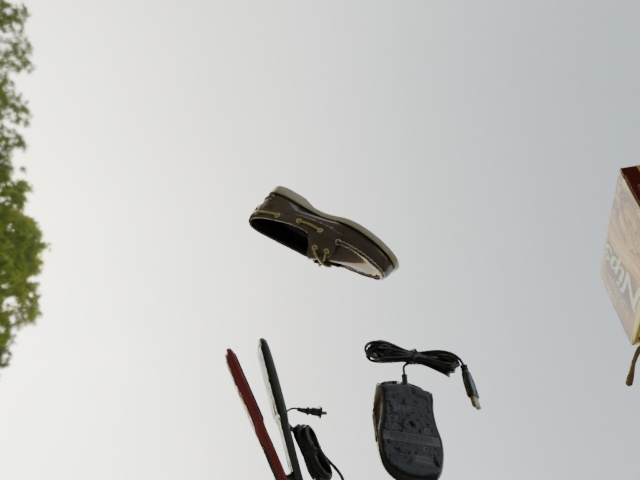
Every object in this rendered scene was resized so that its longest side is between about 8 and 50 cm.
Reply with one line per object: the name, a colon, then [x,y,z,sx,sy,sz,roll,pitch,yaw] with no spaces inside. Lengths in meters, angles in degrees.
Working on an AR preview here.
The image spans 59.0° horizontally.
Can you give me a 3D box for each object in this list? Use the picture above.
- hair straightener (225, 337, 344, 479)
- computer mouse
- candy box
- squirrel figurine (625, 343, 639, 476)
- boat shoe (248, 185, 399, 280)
hair straightener: [-0.027,0.211,0.629,0.230,0.089,0.047,61,-25,25]
computer mouse: [0.162,0.270,0.870,0.184,0.262,0.060,8,-55,-9]
candy box: [0.597,0.032,1.028,0.088,0.182,0.316,-10,-41,10]
squirrel figurine: [0.483,0.186,0.538,0.281,0.397,0.370,121,-39,-61]
boat shoe: [0.000,0.000,1.113,0.324,0.096,0.116,30,-30,26]
